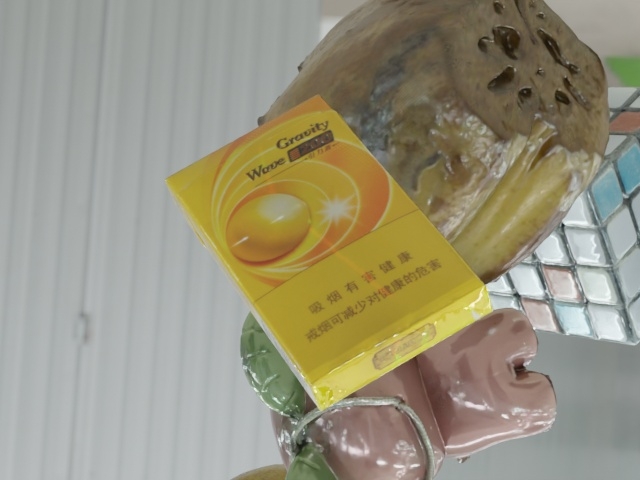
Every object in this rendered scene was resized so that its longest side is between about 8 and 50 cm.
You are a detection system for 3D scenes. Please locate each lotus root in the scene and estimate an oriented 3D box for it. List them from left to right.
[{"bbox_3d":[0.126,-0.102,1.646,0.316,0.316,0.250,6,149,-37],"label":"lotus root"}]

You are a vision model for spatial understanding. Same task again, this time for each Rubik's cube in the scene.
[{"bbox_3d":[0.358,-0.040,2.342,0.253,0.259,0.256,5,-141,47],"label":"Rubik's cube"}]

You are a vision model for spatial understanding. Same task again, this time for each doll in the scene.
[{"bbox_3d":[0.058,0.162,1.676,0.268,0.284,0.216,-10,168,-44],"label":"doll"}]

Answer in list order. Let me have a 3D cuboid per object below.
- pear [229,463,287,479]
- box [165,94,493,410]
[{"bbox_3d":[-0.051,0.360,2.050,0.209,0.209,0.209,4,178,0],"label":"pear"},{"bbox_3d":[0.000,0.000,1.345,0.152,0.043,0.269,-29,-133,-10],"label":"box"}]
